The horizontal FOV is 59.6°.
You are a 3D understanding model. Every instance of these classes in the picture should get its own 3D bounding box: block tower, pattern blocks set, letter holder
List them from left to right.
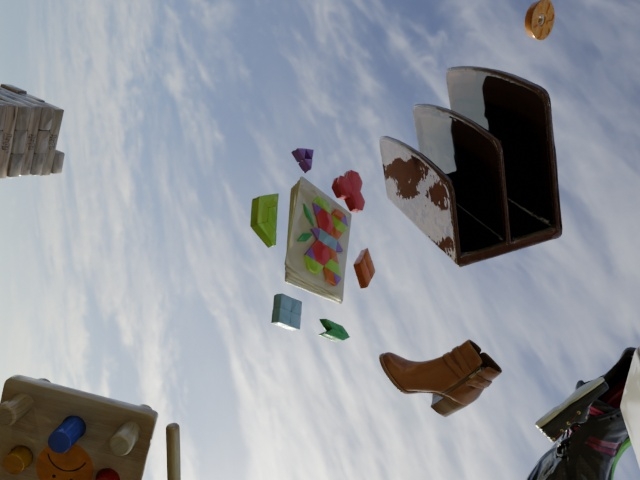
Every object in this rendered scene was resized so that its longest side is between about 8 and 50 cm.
[{"bbox_3d":[-0.415,-0.111,0.568,0.091,0.335,0.097,23,-74,12],"label":"block tower"},{"bbox_3d":[0.000,0.000,0.915,0.026,0.286,0.324,-19,-114,38],"label":"pattern blocks set"},{"bbox_3d":[0.198,-0.132,0.827,0.302,0.152,0.214,-118,-167,-65],"label":"letter holder"}]

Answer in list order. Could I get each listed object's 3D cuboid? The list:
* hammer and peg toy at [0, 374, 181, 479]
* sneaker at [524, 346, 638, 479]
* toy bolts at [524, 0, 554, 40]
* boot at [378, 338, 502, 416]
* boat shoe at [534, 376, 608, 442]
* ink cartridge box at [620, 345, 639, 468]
[{"bbox_3d":[-0.364,0.377,0.925,0.127,0.362,0.265,-81,-175,-83],"label":"hammer and peg toy"},{"bbox_3d":[0.620,0.438,1.297,0.202,0.483,0.185,47,-9,-19],"label":"sneaker"},{"bbox_3d":[0.618,-0.627,1.386,0.159,0.228,0.218,25,-29,49],"label":"toy bolts"},{"bbox_3d":[0.321,0.342,1.503,0.283,0.109,0.220,39,-63,-4],"label":"boot"},{"bbox_3d":[0.407,0.269,0.891,0.133,0.049,0.042,-47,-109,15],"label":"boat shoe"},{"bbox_3d":[0.440,0.241,0.539,0.278,0.202,0.117,-75,161,-52],"label":"ink cartridge box"}]
